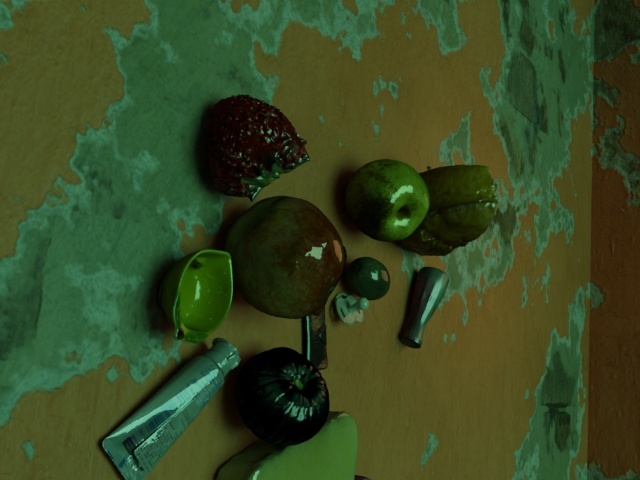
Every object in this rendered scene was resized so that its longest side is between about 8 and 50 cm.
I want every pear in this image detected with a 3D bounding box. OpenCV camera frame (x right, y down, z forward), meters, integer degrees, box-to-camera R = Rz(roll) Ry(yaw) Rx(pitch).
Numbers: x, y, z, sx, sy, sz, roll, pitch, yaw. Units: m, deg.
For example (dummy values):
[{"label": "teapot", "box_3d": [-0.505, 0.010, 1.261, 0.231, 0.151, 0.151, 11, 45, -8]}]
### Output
[{"label": "pear", "box_3d": [0.150, -0.100, 1.996, 0.197, 0.197, 0.197, 6, 83, -55]}]

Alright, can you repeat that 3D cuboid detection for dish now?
[{"label": "dish", "box_3d": [-0.233, 0.096, 1.511, 0.207, 0.080, 0.148, -58, 136, -41]}]

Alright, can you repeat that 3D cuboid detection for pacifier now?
[{"label": "pacifier", "box_3d": [0.077, 0.151, 1.960, 0.099, 0.078, 0.081, -8, 73, -55]}]

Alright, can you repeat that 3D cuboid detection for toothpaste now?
[{"label": "toothpaste", "box_3d": [-0.254, 0.290, 1.486, 0.299, 0.073, 0.114, -46, 125, -38]}]

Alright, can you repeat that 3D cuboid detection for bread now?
[{"label": "bread", "box_3d": [0.289, -0.077, 2.138, 0.179, 0.340, 0.194, 7, 72, -17]}]

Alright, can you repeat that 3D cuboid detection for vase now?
[{"label": "vase", "box_3d": [0.269, 0.179, 2.237, 0.086, 0.086, 0.214, 49, 54, -42]}]

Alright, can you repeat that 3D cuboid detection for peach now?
[{"label": "peach", "box_3d": [-0.058, 0.045, 1.643, 0.256, 0.232, 0.232, 51, 47, -26]}]

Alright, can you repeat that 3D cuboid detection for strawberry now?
[{"label": "strawberry", "box_3d": [-0.136, -0.186, 1.604, 0.184, 0.187, 0.201, -26, 81, -30]}]

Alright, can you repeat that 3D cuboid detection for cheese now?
[{"label": "cheese", "box_3d": [-0.044, 0.557, 1.728, 0.384, 0.104, 0.383, 5, 84, -55]}]

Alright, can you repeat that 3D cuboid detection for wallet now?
[{"label": "wallet", "box_3d": [-0.012, 0.210, 1.876, 0.082, 0.018, 0.156, 5, 82, -55]}]

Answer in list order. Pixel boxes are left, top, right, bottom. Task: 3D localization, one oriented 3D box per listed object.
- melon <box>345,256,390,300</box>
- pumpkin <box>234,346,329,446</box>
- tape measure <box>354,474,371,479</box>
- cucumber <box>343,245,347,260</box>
[{"label": "melon", "box_3d": [0.113, 0.091, 1.996, 0.130, 0.098, 0.098, 48, 50, -48]}, {"label": "pumpkin", "box_3d": [-0.075, 0.305, 1.652, 0.202, 0.140, 0.202, 26, 38, -23]}, {"label": "tape measure", "box_3d": [0.083, 0.599, 1.936, 0.125, 0.074, 0.118, 53, 46, -42]}, {"label": "cucumber", "box_3d": [0.003, -0.002, 1.873, 0.211, 0.062, 0.077, 36, 58, -48]}]
